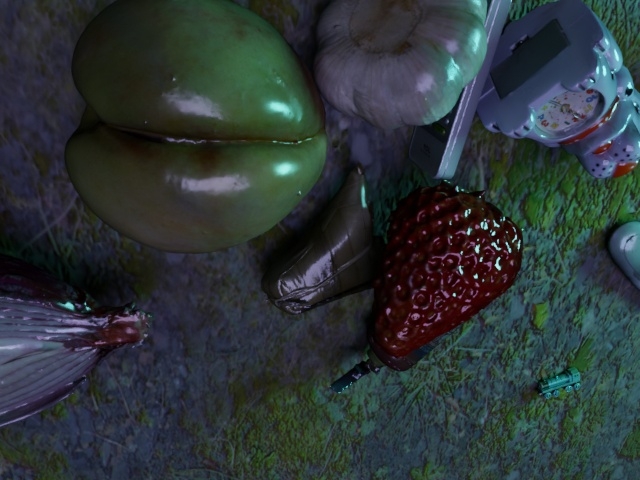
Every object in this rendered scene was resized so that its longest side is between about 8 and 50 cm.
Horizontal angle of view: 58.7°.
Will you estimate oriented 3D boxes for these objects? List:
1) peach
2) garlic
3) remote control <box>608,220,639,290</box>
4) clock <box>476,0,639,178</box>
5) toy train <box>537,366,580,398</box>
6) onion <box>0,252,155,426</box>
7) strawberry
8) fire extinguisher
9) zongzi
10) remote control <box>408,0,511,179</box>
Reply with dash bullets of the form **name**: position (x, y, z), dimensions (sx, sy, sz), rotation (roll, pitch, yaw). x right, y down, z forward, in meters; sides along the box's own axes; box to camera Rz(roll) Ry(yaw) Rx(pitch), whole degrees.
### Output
- **peach**: position (-0.135, -0.128, 0.648), dimensions (0.292, 0.247, 0.292), rotation (-5, 101, -30)
- **garlic**: position (0.105, -0.226, 0.712), dimensions (0.219, 0.218, 0.212), rotation (-37, 157, 7)
- **remote control**: position (0.611, 0.046, 1.043), dimensions (0.256, 0.045, 0.097), rotation (32, 107, -29)
- **clock**: position (0.358, -0.184, 0.793), dimensions (0.254, 0.189, 0.188), rotation (26, 109, -32)
- **toy train**: position (0.484, 0.291, 1.154), dimensions (0.092, 0.029, 0.045), rotation (-16, 113, -4)
- **onion**: position (-0.404, 0.107, 0.756), dimensions (0.349, 0.159, 0.267), rotation (-9, 131, -18)
- **strawberry**: position (0.149, 0.046, 0.776), dimensions (0.205, 0.205, 0.244), rotation (45, 73, -30)
- **fire extinguisher**: position (0.156, 0.132, 0.926), dimensions (0.344, 0.138, 0.102), rotation (-42, 75, 9)
- **zongzi**: position (0.000, 0.000, 0.824), dimensions (0.195, 0.099, 0.197), rotation (-22, 119, -21)
- **remote control**: position (0.180, -0.211, 0.760), dimensions (0.034, 0.103, 0.250), rotation (4, 118, -19)
